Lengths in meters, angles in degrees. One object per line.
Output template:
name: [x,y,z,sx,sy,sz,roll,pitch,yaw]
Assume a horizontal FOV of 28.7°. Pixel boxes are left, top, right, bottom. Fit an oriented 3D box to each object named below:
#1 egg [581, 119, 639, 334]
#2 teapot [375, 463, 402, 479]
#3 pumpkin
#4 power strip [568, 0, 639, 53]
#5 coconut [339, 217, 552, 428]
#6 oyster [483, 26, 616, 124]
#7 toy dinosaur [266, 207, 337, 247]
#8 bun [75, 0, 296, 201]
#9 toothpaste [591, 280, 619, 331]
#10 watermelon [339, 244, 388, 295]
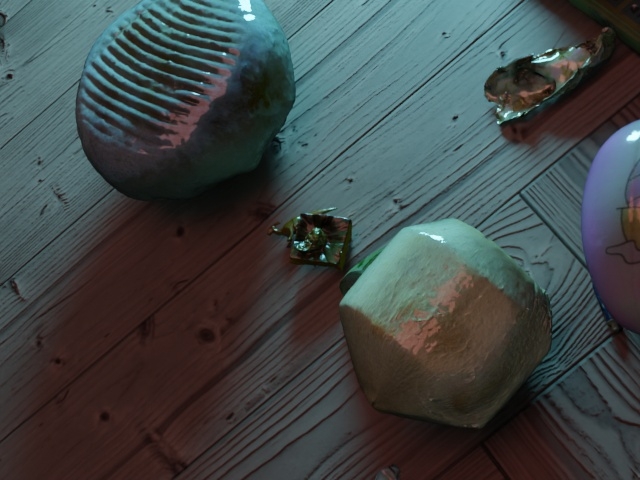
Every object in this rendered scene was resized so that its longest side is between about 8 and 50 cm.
egg: [0.409,-0.020,1.511,0.196,0.196,0.271,0,58,28]
teapot: [0.127,0.459,1.370,0.252,0.280,0.424,-21,60,19]
pumpkin: [0.000,0.000,1.793,0.083,0.054,0.074,6,73,17]
power strip: [0.375,-0.389,1.792,0.092,0.066,0.387,-43,54,0]
coconut: [0.150,0.116,1.551,0.247,0.245,0.245,-50,54,-3]
oyster: [0.322,-0.225,1.757,0.200,0.061,0.106,-9,80,26]
toy dinosaur: [-0.027,-0.019,1.842,0.113,0.026,0.041,-17,64,16]
bun: [-0.200,-0.221,1.918,0.362,0.211,0.362,-13,61,25]
toothpaste: [0.366,0.079,1.594,0.027,0.019,0.083,-33,50,30]
watermelon: [0.104,0.066,1.687,0.098,0.121,0.158,-31,57,-15]
